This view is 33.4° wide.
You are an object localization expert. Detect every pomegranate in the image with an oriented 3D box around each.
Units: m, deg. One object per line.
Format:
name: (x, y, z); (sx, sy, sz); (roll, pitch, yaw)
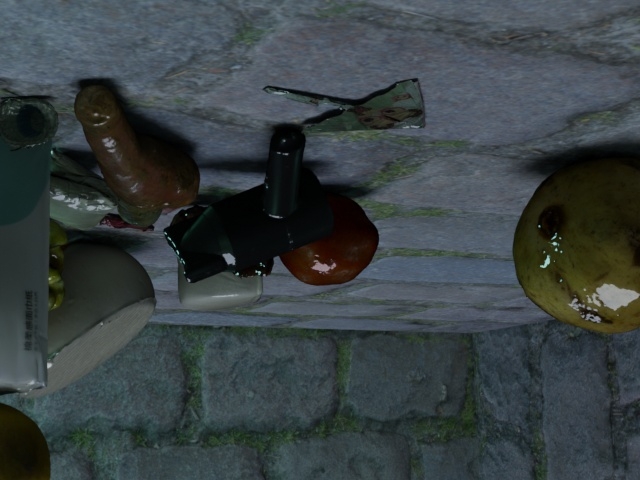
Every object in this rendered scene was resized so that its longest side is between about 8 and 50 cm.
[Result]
pomegranate: (0.435, 0.007, 1.647); (0.281, 0.281, 0.281); (-1, 169, 0)

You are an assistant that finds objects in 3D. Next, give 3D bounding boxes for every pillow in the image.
pillow: (-0.381, -0.067, 1.590); (0.134, 0.078, 0.181); (26, 161, -20)

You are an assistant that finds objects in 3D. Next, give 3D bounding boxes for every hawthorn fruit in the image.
hawthorn fruit: (0.000, 0.000, 1.811); (0.169, 0.169, 0.188); (-11, 173, 43)

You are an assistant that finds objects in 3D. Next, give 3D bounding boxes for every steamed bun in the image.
steamed bun: (-0.212, 0.067, 2.198); (0.164, 0.146, 0.242); (-2, 172, -10)
steamed bun: (-0.534, 0.144, 2.216); (0.374, 0.241, 0.374); (-35, 171, -6)

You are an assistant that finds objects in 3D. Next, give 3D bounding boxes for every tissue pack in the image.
tissue pack: (-0.486, 0.015, 1.342); (0.266, 0.356, 0.194); (10, 162, -44)

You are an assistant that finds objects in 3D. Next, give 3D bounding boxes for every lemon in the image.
lemon: (-0.450, 0.296, 1.362); (0.188, 0.188, 0.257); (-5, 172, 21)

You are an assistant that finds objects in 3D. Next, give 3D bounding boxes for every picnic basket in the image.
picnic basket: (-0.360, -0.142, 1.298); (0.083, 0.065, 0.083); (1, -173, 15)

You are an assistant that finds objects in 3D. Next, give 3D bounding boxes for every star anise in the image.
star anise: (-0.162, -0.009, 1.857); (0.220, 0.126, 0.190); (19, 177, 39)

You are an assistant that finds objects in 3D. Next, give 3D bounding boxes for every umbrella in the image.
umbrella: (-0.368, -0.032, 1.992); (0.027, 0.025, 0.165); (-27, 160, 28)

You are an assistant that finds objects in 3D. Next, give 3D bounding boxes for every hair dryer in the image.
hair dryer: (-0.102, -0.060, 1.542); (0.244, 0.116, 0.302); (-23, 157, -17)

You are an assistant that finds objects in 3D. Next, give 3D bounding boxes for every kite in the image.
kite: (0.040, -0.168, 1.340); (0.250, 0.012, 0.229); (7, 163, -35)

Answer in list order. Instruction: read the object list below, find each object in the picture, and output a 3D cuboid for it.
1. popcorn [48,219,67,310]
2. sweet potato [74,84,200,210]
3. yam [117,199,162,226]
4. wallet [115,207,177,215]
popcorn: (-0.584, 0.079, 1.950); (0.235, 0.250, 0.242); (12, 164, -23)
sweet potato: (-0.246, -0.105, 1.410); (0.109, 0.109, 0.385); (-3, 168, 11)
yam: (-0.283, -0.071, 1.654); (0.078, 0.078, 0.179); (0, 169, -6)
wallet: (-0.332, -0.067, 1.815); (0.196, 0.020, 0.103); (6, 168, -33)
